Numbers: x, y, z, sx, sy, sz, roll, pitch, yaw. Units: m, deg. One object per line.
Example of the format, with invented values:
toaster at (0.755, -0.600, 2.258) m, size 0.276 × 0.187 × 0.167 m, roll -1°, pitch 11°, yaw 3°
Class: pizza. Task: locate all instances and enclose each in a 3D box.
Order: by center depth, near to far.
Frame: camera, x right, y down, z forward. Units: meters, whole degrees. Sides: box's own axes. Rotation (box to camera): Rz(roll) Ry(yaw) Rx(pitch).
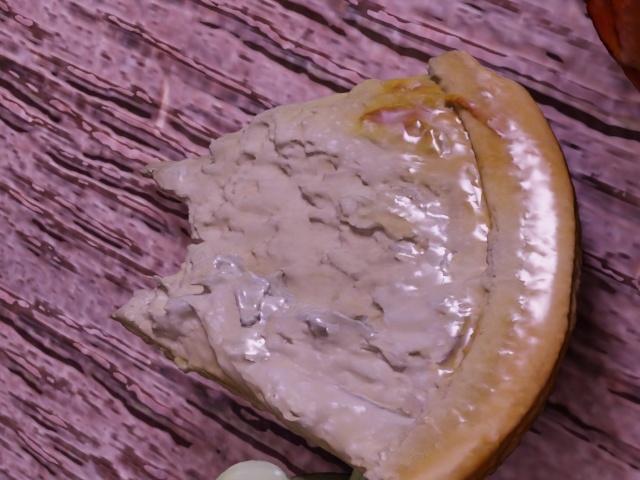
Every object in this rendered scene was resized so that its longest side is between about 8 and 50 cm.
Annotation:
pizza at (0.000, 0.000, 0.657) m, size 0.262 × 0.034 × 0.181 m, roll 16°, pitch 78°, yaw 43°

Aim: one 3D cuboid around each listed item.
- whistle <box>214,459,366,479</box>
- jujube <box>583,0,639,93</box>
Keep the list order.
whistle at (-0.019, 0.211, 0.682) m, size 0.106 × 0.131 × 0.288 m, roll -117°, pitch 45°, yaw -64°
jujube at (0.138, -0.194, 0.484) m, size 0.216 × 0.216 × 0.342 m, roll -4°, pitch 108°, yaw 33°
